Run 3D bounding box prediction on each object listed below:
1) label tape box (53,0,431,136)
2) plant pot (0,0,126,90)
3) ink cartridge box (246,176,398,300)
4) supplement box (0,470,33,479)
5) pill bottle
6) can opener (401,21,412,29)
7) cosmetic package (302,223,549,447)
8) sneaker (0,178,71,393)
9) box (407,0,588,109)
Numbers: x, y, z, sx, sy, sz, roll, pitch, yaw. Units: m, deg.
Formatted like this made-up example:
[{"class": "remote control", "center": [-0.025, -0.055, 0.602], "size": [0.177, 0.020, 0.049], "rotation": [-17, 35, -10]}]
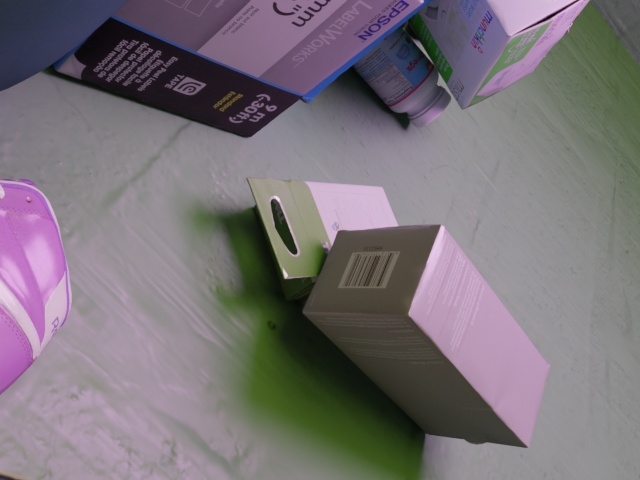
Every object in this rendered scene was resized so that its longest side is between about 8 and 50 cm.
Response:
[{"class": "label tape box", "center": [-0.041, -0.217, 0.713], "size": [0.348, 0.249, 0.115], "rotation": [15, 54, -44]}, {"class": "plant pot", "center": [-0.263, -0.226, 0.482], "size": [0.293, 0.235, 0.293], "rotation": [30, 43, -32]}, {"class": "ink cartridge box", "center": [0.000, 0.000, 0.759], "size": [0.209, 0.062, 0.108], "rotation": [0, 65, -49]}, {"class": "supplement box", "center": [-0.154, 0.269, 0.206], "size": [0.356, 0.195, 0.194], "rotation": [-59, 151, -51]}, {"class": "pill bottle", "center": [0.109, -0.239, 1.044], "size": [0.160, 0.087, 0.087], "rotation": [44, 38, -17]}, {"class": "can opener", "center": [0.140, -0.356, 1.178], "size": [0.093, 0.074, 0.280], "rotation": [53, 36, -6]}, {"class": "cosmetic package", "center": [0.108, 0.096, 0.703], "size": [0.238, 0.127, 0.107], "rotation": [46, 55, -36]}, {"class": "sneaker", "center": [-0.269, -0.033, 0.456], "size": [0.282, 0.102, 0.161], "rotation": [59, 31, -15]}, {"class": "box", "center": [0.194, -0.320, 0.909], "size": [0.231, 0.127, 0.262], "rotation": [61, -4, 5]}]
